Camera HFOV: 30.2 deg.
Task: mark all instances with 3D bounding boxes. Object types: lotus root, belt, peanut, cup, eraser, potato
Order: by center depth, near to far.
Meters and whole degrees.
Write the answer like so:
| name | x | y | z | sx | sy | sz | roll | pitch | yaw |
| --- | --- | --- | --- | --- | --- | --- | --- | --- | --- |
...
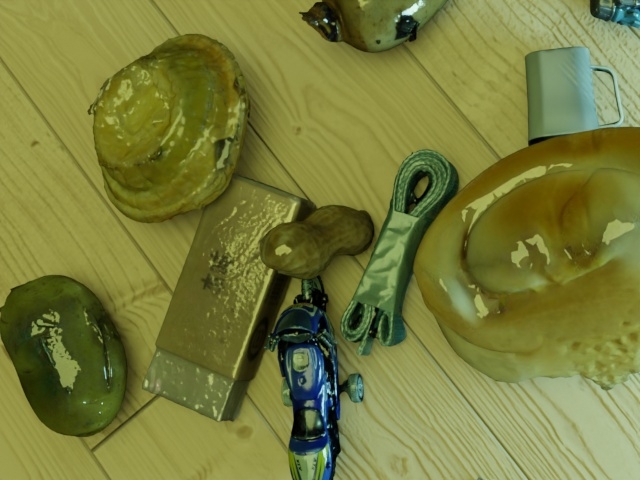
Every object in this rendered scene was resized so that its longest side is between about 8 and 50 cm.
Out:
| name | x | y | z | sx | sy | sz | roll | pitch | yaw |
| --- | --- | --- | --- | --- | --- | --- | --- | --- | --- |
| cup | 0.341 | -0.189 | 1.604 | 0.128 | 0.095 | 0.129 | -5 | 82 | 13 |
| peanut | 0.000 | 0.002 | 1.649 | 0.193 | 0.089 | 0.089 | -22 | 76 | -32 |
| belt | 0.112 | 0.020 | 1.659 | 0.087 | 0.072 | 0.302 | 20 | 90 | 12 |
| lotus root | 0.096 | -0.350 | 1.665 | 0.257 | 0.140 | 0.154 | -32 | 64 | 1 |
| eraser | -0.134 | 0.080 | 1.720 | 0.144 | 0.078 | 0.343 | 20 | 90 | 18 |
| potato | -0.374 | 0.168 | 1.744 | 0.169 | 0.143 | 0.248 | -25 | 79 | 23 |

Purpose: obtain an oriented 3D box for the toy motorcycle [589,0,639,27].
| name | x | y | z | sx | sy | sz | roll | pitch | yaw |
| --- | --- | --- | --- | --- | --- | --- | --- | --- | --- |
| toy motorcycle | 0.398 | -0.419 | 1.591 | 0.182 | 0.123 | 0.272 | -1 | 87 | 0 |

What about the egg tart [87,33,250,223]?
| name | x | y | z | sx | sy | sz | roll | pitch | yaw |
| --- | --- | --- | --- | --- | --- | --- | --- | --- | --- |
| egg tart | -0.230 | -0.169 | 1.713 | 0.290 | 0.115 | 0.290 | -9 | 73 | 32 |

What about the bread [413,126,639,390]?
| name | x | y | z | sx | sy | sz | roll | pitch | yaw |
| --- | --- | --- | --- | --- | --- | --- | --- | --- | --- |
| bread | 0.333 | 0.030 | 1.505 | 0.424 | 0.245 | 0.329 | -15 | 82 | 18 |

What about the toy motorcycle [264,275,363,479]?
| name | x | y | z | sx | sy | sz | roll | pitch | yaw |
| --- | --- | --- | --- | --- | --- | --- | --- | --- | --- |
| toy motorcycle | -0.014 | 0.193 | 1.629 | 0.113 | 0.169 | 0.315 | -6 | 83 | 14 |

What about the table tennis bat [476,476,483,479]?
| name | x | y | z | sx | sy | sz | roll | pitch | yaw |
| --- | --- | --- | --- | --- | --- | --- | --- | --- | --- |
| table tennis bat | 0.250 | 0.351 | 1.625 | 0.083 | 0.007 | 0.050 | 31 | 94 | 14 |
